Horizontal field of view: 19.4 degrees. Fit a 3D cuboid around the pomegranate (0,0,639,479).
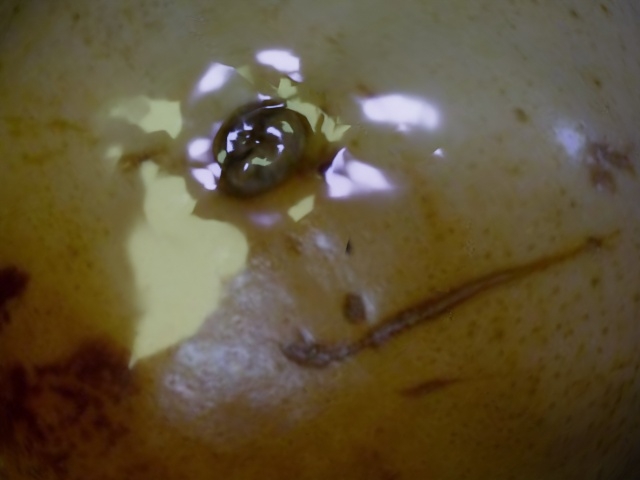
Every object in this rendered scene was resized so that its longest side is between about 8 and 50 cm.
[{"bbox_3d":[0.000,0.000,0.689,0.319,0.319,0.319,-3,86,38],"label":"pomegranate"}]
